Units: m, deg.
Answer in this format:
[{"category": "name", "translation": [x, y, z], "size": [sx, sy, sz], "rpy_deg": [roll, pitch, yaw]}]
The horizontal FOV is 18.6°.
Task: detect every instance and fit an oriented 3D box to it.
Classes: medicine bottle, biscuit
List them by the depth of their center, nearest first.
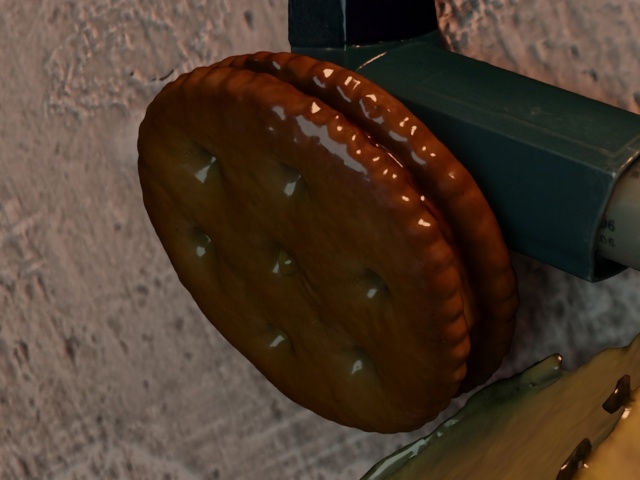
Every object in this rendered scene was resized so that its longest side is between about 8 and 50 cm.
[{"category": "medicine bottle", "translation": [0.089, -0.061, 0.958], "size": [0.258, 0.079, 0.124], "rpy_deg": [26, 116, 33]}, {"category": "biscuit", "translation": [0.000, 0.000, 0.987], "size": [0.220, 0.066, 0.220], "rpy_deg": [31, 144, 27]}]

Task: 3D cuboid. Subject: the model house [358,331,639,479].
[{"category": "model house", "translation": [0.116, 0.230, 0.898], "size": [0.266, 0.261, 0.321], "rpy_deg": [48, 142, -4]}]
